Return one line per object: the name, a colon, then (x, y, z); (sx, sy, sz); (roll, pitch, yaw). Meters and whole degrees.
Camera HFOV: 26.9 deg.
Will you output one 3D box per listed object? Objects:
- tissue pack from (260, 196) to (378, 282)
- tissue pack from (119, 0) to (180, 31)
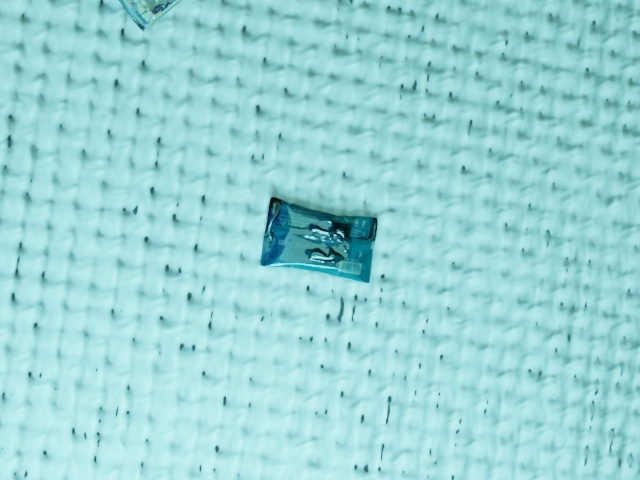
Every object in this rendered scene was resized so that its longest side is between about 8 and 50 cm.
tissue pack: (0.000, 0.000, 1.616); (0.138, 0.028, 0.085); (9, 89, -8)
tissue pack: (-0.207, -0.303, 1.553); (0.074, 0.059, 0.094); (-40, 97, -6)
